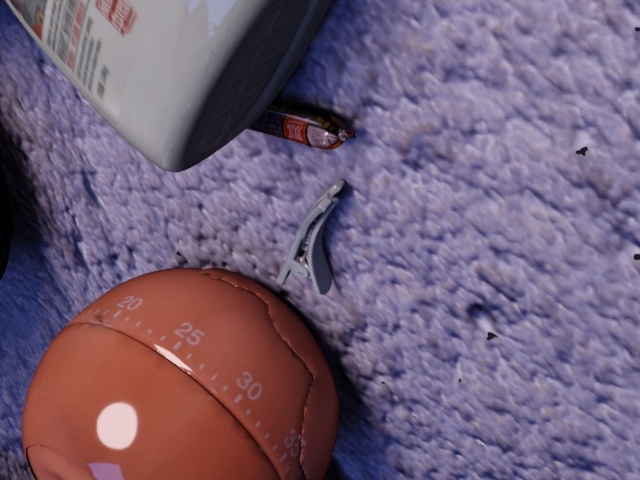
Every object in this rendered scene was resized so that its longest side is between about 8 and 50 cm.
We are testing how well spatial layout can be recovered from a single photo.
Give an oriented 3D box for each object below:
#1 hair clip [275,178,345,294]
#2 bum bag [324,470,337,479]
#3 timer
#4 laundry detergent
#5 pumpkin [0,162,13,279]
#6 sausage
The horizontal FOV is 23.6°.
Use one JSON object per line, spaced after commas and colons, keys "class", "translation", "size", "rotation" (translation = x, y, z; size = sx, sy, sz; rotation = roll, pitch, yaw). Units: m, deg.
{"class": "hair clip", "translation": [0.001, -0.001, 1.074], "size": [0.039, 0.030, 0.115], "rotation": [25, 147, 3]}
{"class": "bum bag", "translation": [0.016, 0.271, 1.316], "size": [0.087, 0.049, 0.197], "rotation": [-10, 115, 49]}
{"class": "timer", "translation": [-0.106, 0.138, 1.178], "size": [0.230, 0.215, 0.229], "rotation": [37, 152, 23]}
{"class": "laundry detergent", "translation": [-0.166, -0.251, 0.931], "size": [0.398, 0.125, 0.264], "rotation": [47, 149, 8]}
{"class": "pumpkin", "translation": [-0.441, -0.046, 1.338], "size": [0.363, 0.266, 0.363], "rotation": [36, 146, 29]}
{"class": "sausage", "translation": [-0.051, -0.090, 1.043], "size": [0.198, 0.025, 0.028], "rotation": [17, 144, 41]}
